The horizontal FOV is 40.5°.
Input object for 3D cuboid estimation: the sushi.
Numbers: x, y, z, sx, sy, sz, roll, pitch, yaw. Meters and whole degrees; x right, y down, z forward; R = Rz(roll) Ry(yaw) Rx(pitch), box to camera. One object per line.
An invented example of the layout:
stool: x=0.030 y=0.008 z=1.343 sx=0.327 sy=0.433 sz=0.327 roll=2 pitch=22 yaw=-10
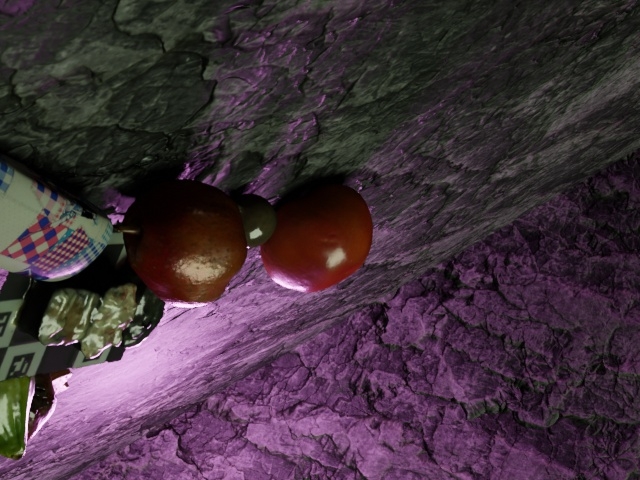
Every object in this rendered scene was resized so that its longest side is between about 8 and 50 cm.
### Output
sushi: x=-0.342 y=0.114 z=1.374 sx=0.296 sy=0.100 sz=0.373 roll=-63 pitch=157 yaw=12

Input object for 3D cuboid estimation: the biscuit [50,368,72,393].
biscuit: x=-0.653 y=0.352 z=1.942 sx=0.250 sy=0.035 sz=0.162 roll=-36 pitch=160 yaw=17

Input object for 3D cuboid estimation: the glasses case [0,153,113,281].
glasses case: x=-0.372 y=-0.022 z=1.091 sx=0.125 sy=0.076 sz=0.327 roll=-44 pitch=160 yaw=1

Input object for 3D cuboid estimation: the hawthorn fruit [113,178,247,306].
hawthorn fruit: x=-0.226 y=-0.003 z=1.317 sx=0.196 sy=0.197 sz=0.225 roll=-38 pitch=149 yaw=26

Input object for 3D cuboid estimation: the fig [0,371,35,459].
fig: x=-0.544 y=0.226 z=1.412 sx=0.167 sy=0.234 sz=0.167 roll=-13 pitch=-153 yaw=7

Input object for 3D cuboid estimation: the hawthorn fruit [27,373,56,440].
hawthorn fruit: x=-0.601 y=0.304 z=1.632 sx=0.181 sy=0.181 sz=0.235 roll=-19 pitch=177 yaw=-40

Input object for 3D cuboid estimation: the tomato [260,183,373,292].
tomato: x=0.003 y=-0.001 z=1.788 sx=0.259 sy=0.180 sz=0.260 roll=-32 pitch=167 yaw=-8

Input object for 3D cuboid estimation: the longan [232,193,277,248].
longan: x=-0.135 y=-0.037 z=1.548 sx=0.106 sy=0.106 sz=0.119 roll=-34 pitch=151 yaw=13
